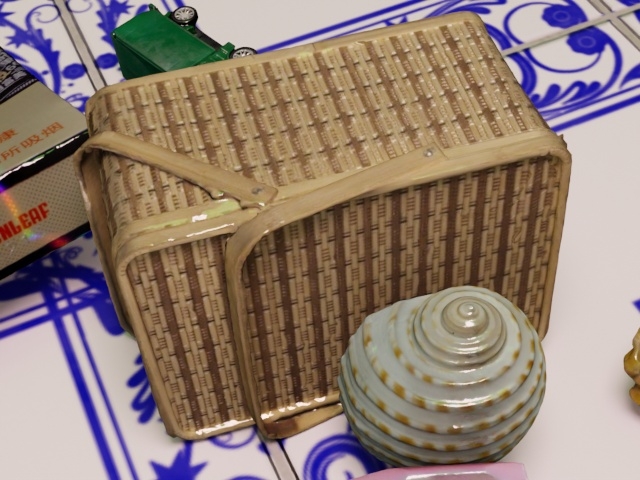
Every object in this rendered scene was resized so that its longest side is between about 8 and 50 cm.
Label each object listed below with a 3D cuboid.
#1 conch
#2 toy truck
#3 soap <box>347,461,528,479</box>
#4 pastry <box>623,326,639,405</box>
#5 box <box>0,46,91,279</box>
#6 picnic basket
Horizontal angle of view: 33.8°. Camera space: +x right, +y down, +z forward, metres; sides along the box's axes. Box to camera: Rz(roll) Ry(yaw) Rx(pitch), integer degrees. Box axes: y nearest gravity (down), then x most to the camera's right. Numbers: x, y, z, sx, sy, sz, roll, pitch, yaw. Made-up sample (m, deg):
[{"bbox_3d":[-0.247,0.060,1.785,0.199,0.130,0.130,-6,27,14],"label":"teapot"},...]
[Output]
[{"bbox_3d":[0.078,0.101,0.695,0.135,0.153,0.102,9,22,3],"label":"conch"},{"bbox_3d":[-0.120,-0.166,1.003,0.147,0.065,0.079,35,63,28],"label":"toy truck"},{"bbox_3d":[0.067,0.187,0.673,0.149,0.100,0.056,-4,50,0],"label":"soap"},{"bbox_3d":[0.342,0.112,0.719,0.250,0.102,0.154,34,58,29],"label":"pastry"},{"bbox_3d":[-0.313,-0.067,0.867,0.198,0.084,0.310,-32,39,-20],"label":"box"},{"bbox_3d":[0.000,0.000,0.755,0.313,0.228,0.175,-13,48,-9],"label":"picnic basket"}]
